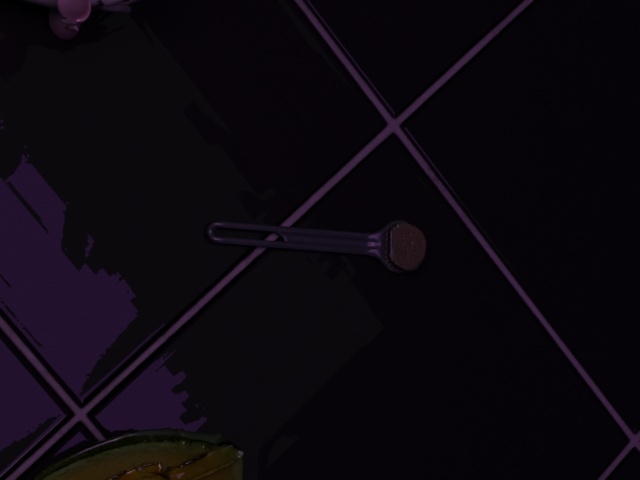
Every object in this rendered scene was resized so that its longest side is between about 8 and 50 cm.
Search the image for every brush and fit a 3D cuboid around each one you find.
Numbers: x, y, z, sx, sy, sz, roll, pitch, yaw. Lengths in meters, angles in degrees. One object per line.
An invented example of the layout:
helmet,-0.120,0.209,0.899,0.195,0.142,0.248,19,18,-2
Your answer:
brush,0.000,0.000,1.708,0.266,0.027,0.062,4,84,-25

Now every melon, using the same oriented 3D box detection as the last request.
melon,-0.206,0.305,1.538,0.265,0.129,0.169,-25,118,-28

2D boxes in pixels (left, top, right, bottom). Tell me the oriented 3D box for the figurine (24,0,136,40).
figurine,-0.246,-0.340,1.524,0.316,0.206,0.284,41,82,-29
